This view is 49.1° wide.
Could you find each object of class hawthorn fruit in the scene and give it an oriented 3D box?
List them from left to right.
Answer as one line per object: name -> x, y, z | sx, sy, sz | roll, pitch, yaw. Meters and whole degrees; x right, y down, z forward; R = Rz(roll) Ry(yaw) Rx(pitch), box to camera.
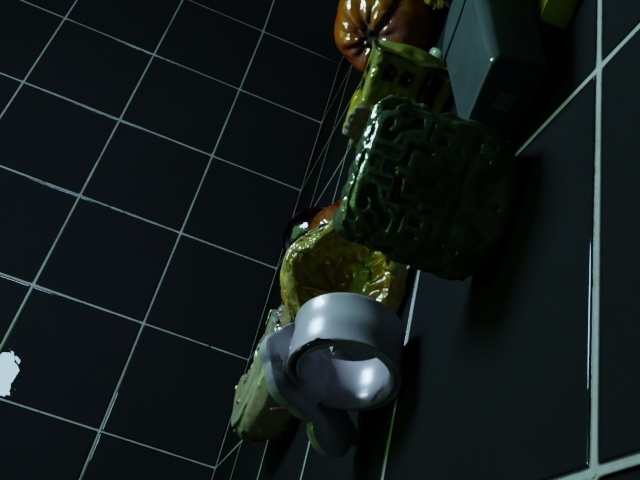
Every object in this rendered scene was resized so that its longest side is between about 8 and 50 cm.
hawthorn fruit -> 0.185, -0.600, 1.923 | 0.298, 0.277, 0.277 | -46, -12, -49

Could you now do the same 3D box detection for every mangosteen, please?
mangosteen -> 0.000, 0.000, 1.932 | 0.194, 0.194, 0.230 | -67, -17, 13

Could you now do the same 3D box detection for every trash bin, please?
trash bin -> 0.256, -0.286, 1.053 | 0.176, 0.101, 0.236 | 105, 167, -54

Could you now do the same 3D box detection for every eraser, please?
eraser -> 0.344, -0.363, 1.047 | 0.122, 0.045, 0.097 | -107, 37, -77

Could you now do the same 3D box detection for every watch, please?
watch -> 0.044, 0.214, 1.147 | 0.217, 0.248, 0.211 | -30, 29, 33

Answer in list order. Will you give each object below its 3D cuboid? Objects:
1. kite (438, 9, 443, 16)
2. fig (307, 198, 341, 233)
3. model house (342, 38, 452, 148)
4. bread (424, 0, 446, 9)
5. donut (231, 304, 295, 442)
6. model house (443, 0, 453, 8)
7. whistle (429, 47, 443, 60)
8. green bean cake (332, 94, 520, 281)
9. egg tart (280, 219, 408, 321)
kite -> 0.364, -0.709, 1.836 | 0.245, 0.015, 0.141 | 115, 170, -45
fig -> 0.074, 0.006, 1.443 | 0.205, 0.205, 0.205 | -159, 90, -81
model house -> 0.165, -0.297, 1.526 | 0.175, 0.193, 0.234 | -89, 18, -62
bread -> 0.318, -0.703, 1.814 | 0.271, 0.077, 0.139 | -75, 10, -50
donut -> -0.123, 0.371, 1.846 | 0.307, 0.150, 0.371 | -84, 17, -57
model house -> 0.309, -0.538, 1.393 | 0.106, 0.165, 0.152 | -54, 4, -22
whistle -> 0.212, -0.332, 1.647 | 0.258, 0.067, 0.126 | -56, -32, 9
green bean cake -> 0.150, -0.072, 0.970 | 0.125, 0.227, 0.222 | 132, 157, -80
egg tart -> 0.044, 0.074, 1.304 | 0.106, 0.241, 0.241 | 66, -137, -78
